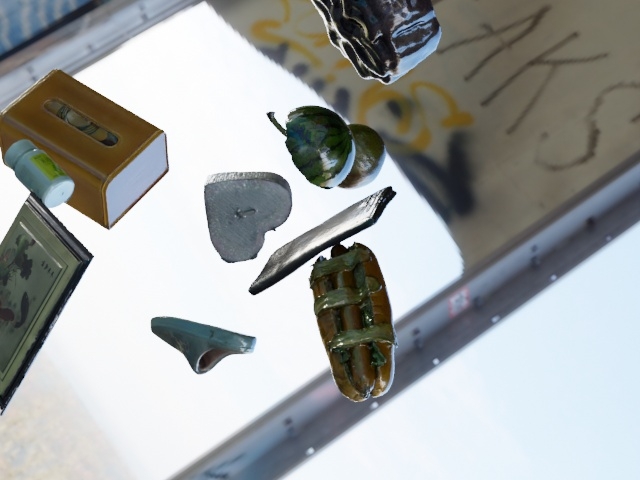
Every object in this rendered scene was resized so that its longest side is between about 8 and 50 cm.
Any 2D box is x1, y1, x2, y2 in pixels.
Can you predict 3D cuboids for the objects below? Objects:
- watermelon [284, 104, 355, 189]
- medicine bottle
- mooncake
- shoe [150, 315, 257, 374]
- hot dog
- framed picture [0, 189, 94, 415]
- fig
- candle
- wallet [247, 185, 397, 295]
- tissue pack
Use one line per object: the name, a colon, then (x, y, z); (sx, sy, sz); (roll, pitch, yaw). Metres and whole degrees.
watermelon: (0.006, -0.117, 1.235); (0.105, 0.062, 0.105); (41, 33, -35)
medicine bottle: (-0.337, -0.080, 1.253); (0.083, 0.047, 0.047); (44, -17, 18)
mooncake: (0.083, -0.422, 1.897); (0.283, 0.141, 0.283); (51, -12, 15)
shoe: (-0.182, 0.160, 1.562); (0.195, 0.078, 0.079); (3, -12, 34)
hot dog: (0.047, 0.109, 1.455); (0.072, 0.109, 0.269); (57, 16, -48)
framed picture: (-0.334, 0.060, 1.153); (0.010, 0.199, 0.195); (26, 7, -42)
fig: (0.006, -0.173, 1.885); (0.236, 0.124, 0.124); (21, 0, -23)
candle: (-0.153, -0.062, 1.997); (0.168, 0.192, 0.068); (40, 16, -14)
wallet: (0.000, -0.001, 1.546); (0.025, 0.244, 0.124); (53, 31, -13)
tissue pack: (-0.457, -0.184, 2.033); (0.274, 0.194, 0.145); (30, -35, 14)
